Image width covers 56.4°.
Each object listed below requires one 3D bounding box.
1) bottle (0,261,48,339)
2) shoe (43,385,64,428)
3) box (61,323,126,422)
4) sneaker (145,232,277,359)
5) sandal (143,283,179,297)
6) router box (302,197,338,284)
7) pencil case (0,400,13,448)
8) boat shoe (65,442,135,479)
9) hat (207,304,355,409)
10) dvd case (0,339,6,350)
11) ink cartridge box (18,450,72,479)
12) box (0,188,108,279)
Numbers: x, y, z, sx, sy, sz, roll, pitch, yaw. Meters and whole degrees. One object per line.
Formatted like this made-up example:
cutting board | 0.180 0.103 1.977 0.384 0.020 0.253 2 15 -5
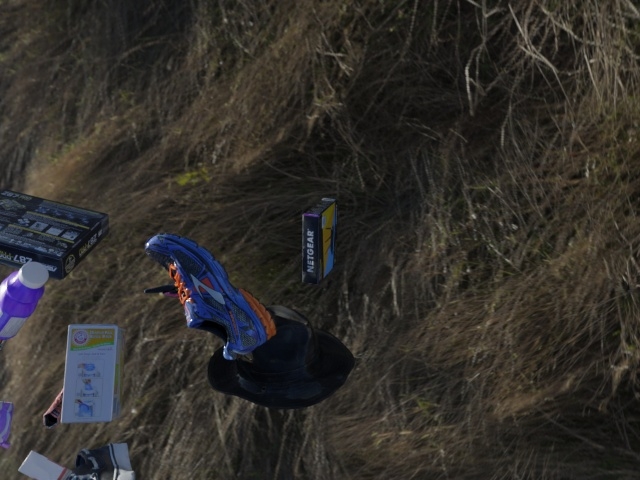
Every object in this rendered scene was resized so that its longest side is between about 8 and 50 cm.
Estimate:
bottle | -0.791 0.153 1.554 0.283 0.092 0.118 -40 51 35
shoe | -0.809 0.517 1.876 0.063 0.081 0.178 35 117 -9
box | -0.493 0.289 1.309 0.103 0.114 0.203 1 78 -8
sneaker | -0.162 0.076 0.825 0.221 0.083 0.087 42 63 3
sandal | -0.407 0.143 1.663 0.179 0.067 0.040 -11 80 17
router box | 0.000 0.000 1.465 0.046 0.133 0.179 9 115 20
pencil case | -0.682 0.335 1.104 0.086 0.206 0.088 -54 37 36
boat shoe | -0.353 0.397 0.946 0.301 0.102 0.108 -171 87 -69
hat | -0.091 0.220 1.310 0.331 0.331 0.134 9 115 28
dvd case | -1.064 0.348 1.895 0.013 0.119 0.087 30 93 19
ink cartridge box | -0.834 0.707 1.826 0.115 0.198 0.067 28 62 -1
box | -0.961 -0.031 1.986 0.395 0.318 0.097 13 122 2
